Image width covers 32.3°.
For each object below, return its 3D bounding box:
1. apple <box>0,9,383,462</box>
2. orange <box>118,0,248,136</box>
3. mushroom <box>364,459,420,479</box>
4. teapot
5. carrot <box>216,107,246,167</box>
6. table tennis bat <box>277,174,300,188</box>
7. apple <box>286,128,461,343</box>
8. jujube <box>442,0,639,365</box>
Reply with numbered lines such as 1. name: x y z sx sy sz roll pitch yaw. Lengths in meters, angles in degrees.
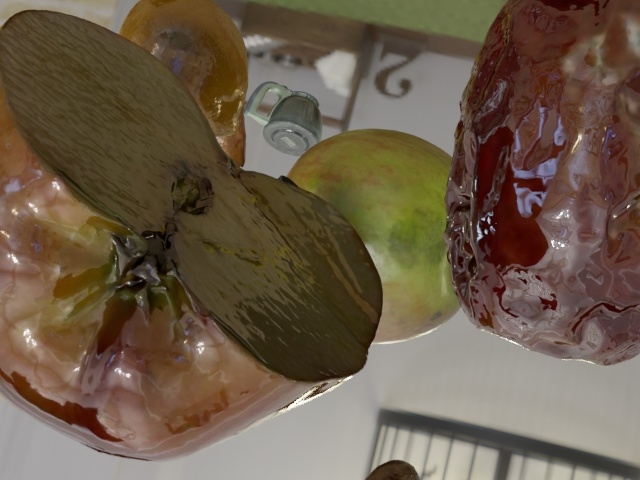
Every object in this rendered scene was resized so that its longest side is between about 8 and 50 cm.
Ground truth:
1. apple: -0.119 -0.009 0.797 0.329 0.295 0.365 3 -161 4
2. orange: -0.145 -0.180 1.118 0.170 0.160 0.112 46 162 17
3. mushroom: 0.069 0.308 1.251 0.109 0.126 0.085 -6 -145 -24
4. teapot: -0.063 -0.233 2.105 0.149 0.108 0.111 13 150 7
5. carrot: -0.138 -0.210 1.610 0.072 0.205 0.072 5 -161 -2
6. table tennis bat: 0.000 0.000 1.452 0.131 0.022 0.234 43 -165 -44
7. apple: 0.096 -0.008 1.702 0.339 0.339 0.339 14 170 3
8. jujube: 0.250 -0.080 1.025 0.276 0.377 0.276 10 180 0
